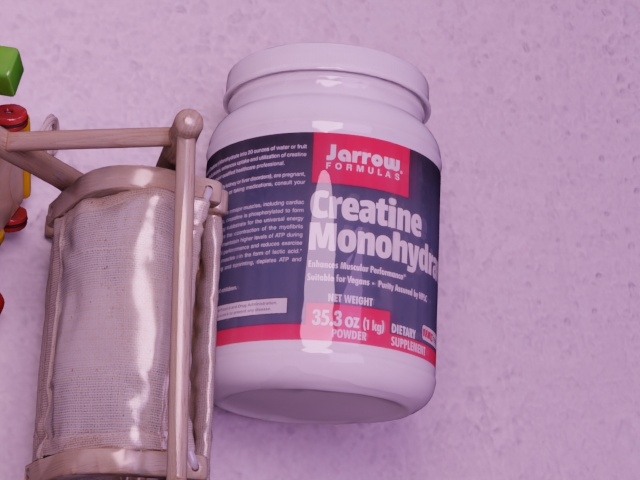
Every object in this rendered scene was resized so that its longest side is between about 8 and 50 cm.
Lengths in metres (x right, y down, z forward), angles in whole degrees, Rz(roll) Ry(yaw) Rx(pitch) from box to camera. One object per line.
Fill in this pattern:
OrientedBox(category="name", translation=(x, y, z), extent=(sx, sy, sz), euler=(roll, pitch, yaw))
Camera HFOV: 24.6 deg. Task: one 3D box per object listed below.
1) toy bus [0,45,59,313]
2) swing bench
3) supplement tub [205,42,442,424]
OrientedBox(category="toy bus", translation=(-0.277, -0.038, 1.062), extent=(0.104, 0.202, 0.191), euler=(10, 75, 5))
OrientedBox(category="swing bench", translation=(-0.146, 0.071, 1.011), extent=(0.165, 0.254, 0.253), euler=(0, 75, 4))
OrientedBox(category="supplement tub", translation=(0.000, 0.000, 1.170), extent=(0.191, 0.191, 0.272), euler=(12, 71, -28))
